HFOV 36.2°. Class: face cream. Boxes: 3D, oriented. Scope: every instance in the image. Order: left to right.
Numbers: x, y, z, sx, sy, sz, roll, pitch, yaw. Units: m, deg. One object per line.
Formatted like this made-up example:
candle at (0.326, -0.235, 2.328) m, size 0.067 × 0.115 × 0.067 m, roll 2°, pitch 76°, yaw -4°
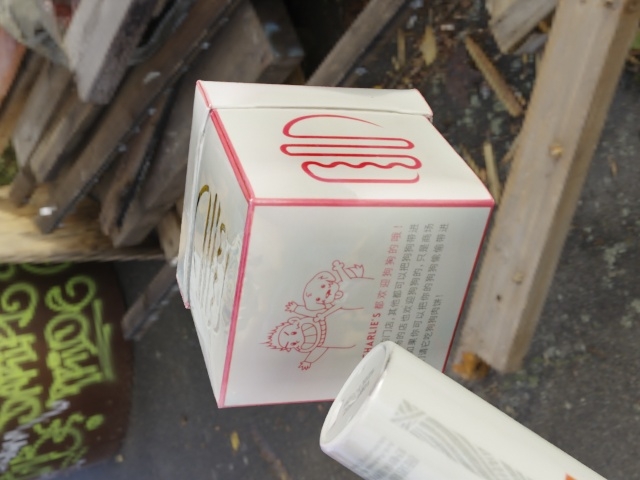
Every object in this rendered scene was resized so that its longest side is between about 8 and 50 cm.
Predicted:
face cream at (0.166, 0.207, 0.737) m, size 0.345 × 0.102 × 0.102 m, roll 33°, pitch 137°, yaw -5°

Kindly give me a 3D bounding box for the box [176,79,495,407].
box at (0.000, 0.000, 1.246) m, size 0.300 × 0.312 × 0.314 m, roll -118°, pitch 33°, yaw -53°
